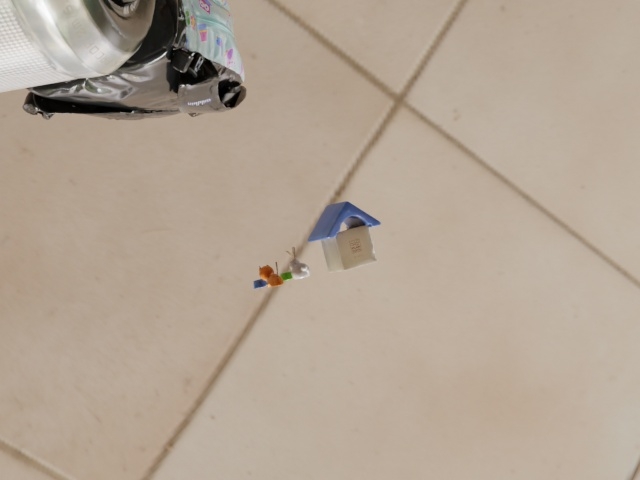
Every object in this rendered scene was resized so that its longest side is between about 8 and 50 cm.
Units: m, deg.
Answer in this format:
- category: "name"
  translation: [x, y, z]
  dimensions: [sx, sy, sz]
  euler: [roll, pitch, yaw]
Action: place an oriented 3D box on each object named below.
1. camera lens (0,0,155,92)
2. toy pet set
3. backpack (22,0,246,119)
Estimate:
- category: "camera lens"
  translation: [-0.242, -0.186, 0.689]
  dimensions: [0.274, 0.219, 0.219]
  euler: [-9, 99, 8]
- category: "toy pet set"
  translation: [0.000, 0.000, 1.200]
  dimensions: [0.122, 0.114, 0.065]
  euler: [-16, 92, -27]
- category: "backpack"
  translation: [-0.127, -0.149, 0.907]
  dimensions: [0.152, 0.182, 0.115]
  euler: [-6, 89, 21]
